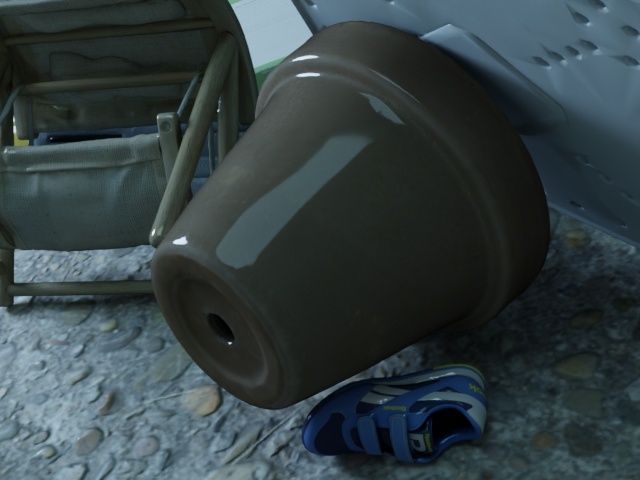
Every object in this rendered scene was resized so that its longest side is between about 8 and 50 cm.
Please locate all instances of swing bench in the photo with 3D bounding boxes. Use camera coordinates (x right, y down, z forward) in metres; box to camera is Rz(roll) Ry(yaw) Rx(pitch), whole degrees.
[{"bbox_3d":[-0.201,-0.085,1.297,0.253,0.165,0.255,-1,69,20],"label":"swing bench"}]

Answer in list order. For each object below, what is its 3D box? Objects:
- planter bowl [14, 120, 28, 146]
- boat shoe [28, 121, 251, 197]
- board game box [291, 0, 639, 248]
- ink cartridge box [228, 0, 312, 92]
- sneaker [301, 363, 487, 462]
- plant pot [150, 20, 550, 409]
[{"bbox_3d":[-0.285,-0.182,1.607,0.217,0.090,0.217,-12,37,9],"label":"planter bowl"},{"bbox_3d":[-0.135,-0.089,1.414,0.302,0.094,0.109,5,84,20],"label":"boat shoe"},{"bbox_3d":[0.133,-0.134,1.064,0.390,0.390,0.050,29,78,32],"label":"board game box"},{"bbox_3d":[-0.028,-0.234,1.596,0.171,0.056,0.235,-22,33,-5],"label":"ink cartridge box"},{"bbox_3d":[0.056,0.135,1.077,0.144,0.053,0.059,-16,38,5],"label":"sneaker"},{"bbox_3d":[0.000,0.000,1.092,0.263,0.263,0.229,22,49,41],"label":"plant pot"}]
